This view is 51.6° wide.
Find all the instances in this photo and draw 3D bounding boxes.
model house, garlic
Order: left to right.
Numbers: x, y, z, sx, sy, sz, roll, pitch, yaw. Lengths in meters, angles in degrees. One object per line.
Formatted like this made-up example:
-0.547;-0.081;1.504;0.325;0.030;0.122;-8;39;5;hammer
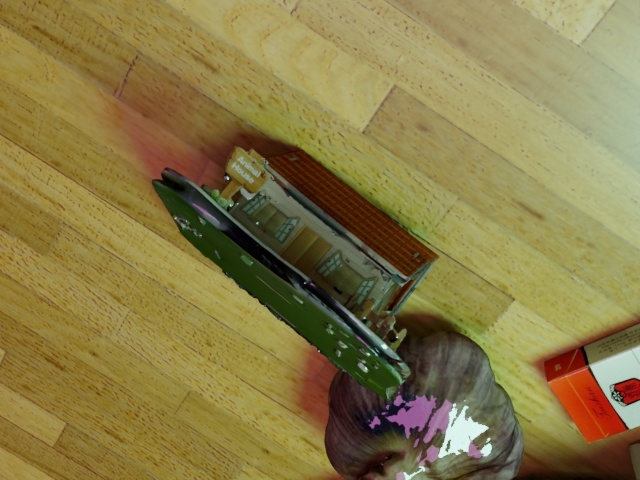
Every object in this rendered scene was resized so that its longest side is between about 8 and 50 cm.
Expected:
0.001;0.001;0.654;0.293;0.207;0.154;38;74;12;model house
0.115;0.223;0.758;0.244;0.160;0.245;5;115;10;garlic

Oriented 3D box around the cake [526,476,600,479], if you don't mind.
0.319;0.465;0.815;0.196;0.199;0.293;-5;118;9;cake

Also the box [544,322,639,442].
0.344;0.155;0.740;0.152;0.048;0.100;-29;104;26;box

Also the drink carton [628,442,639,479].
0.502;0.245;0.661;0.324;0.194;0.132;-36;102;25;drink carton
